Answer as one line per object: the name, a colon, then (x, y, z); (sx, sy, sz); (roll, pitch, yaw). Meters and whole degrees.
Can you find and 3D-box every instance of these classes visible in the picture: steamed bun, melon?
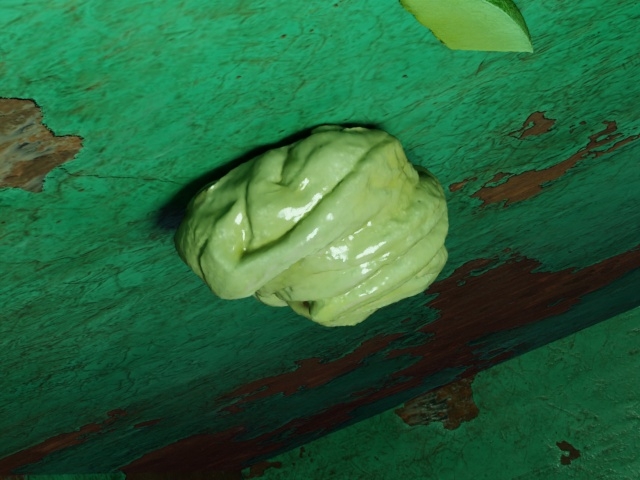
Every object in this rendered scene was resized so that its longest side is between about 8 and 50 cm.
steamed bun: (0.005, -0.001, 1.606); (0.325, 0.230, 0.372); (-23, 165, 22)
melon: (0.142, -0.255, 1.309); (0.114, 0.053, 0.262); (-9, 168, 34)
